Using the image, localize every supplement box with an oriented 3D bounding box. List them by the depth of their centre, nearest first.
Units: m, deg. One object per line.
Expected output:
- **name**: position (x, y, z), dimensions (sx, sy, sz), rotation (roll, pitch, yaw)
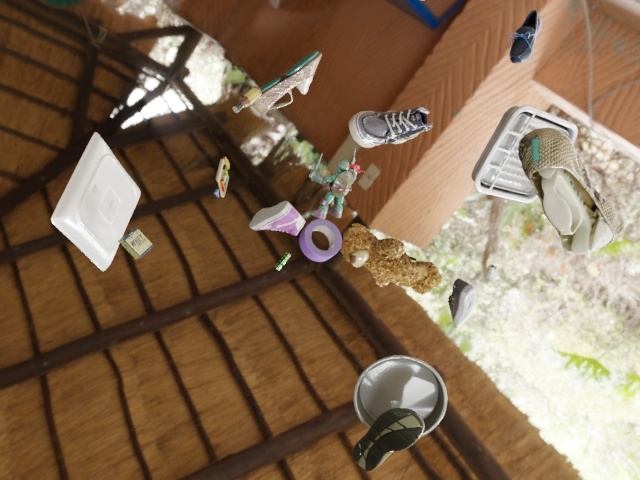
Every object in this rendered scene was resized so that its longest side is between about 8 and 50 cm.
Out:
- **supplement box**: position (-0.596, 0.010, 1.803), dimensions (0.083, 0.056, 0.083), rotation (50, 152, -16)

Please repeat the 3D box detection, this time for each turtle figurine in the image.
- **turtle figurine**: position (0.048, -0.186, 1.808), dimensions (0.175, 0.234, 0.118), rotation (4, -155, -26)

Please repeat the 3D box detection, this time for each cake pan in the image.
- **cake pan**: position (0.252, 0.494, 1.781), dimensions (0.293, 0.293, 0.054), rotation (36, -167, -3)

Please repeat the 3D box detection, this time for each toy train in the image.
- **toy train**: position (-0.144, 0.081, 2.161), dimensions (0.023, 0.083, 0.017), rotation (28, -164, -47)

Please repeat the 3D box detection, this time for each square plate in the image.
- **square plate**: position (-0.724, -0.121, 1.873), dimensions (0.049, 0.348, 0.344), rotation (7, 152, 12)

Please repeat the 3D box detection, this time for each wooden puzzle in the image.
- **wooden puzzle**: position (-0.234, -0.151, 1.350), dimensions (0.014, 0.117, 0.079), rotation (5, 158, 5)

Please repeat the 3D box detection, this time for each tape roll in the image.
- **tape roll**: position (0.000, 0.000, 2.640), dimensions (0.188, 0.080, 0.189), rotation (7, -110, -21)

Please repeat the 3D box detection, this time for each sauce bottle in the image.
- **sauce bottle**: position (-0.254, -0.484, 1.925), dimensions (0.042, 0.042, 0.128), rotation (38, -124, 5)

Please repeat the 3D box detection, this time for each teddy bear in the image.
- **teddy bear**: position (0.214, 0.077, 1.735), dimensions (0.337, 0.113, 0.245), rotation (33, 160, -19)

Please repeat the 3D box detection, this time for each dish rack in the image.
- **dish rack**: position (0.617, -0.267, 1.725), dimensions (0.332, 0.286, 0.072), rotation (8, -152, -35)

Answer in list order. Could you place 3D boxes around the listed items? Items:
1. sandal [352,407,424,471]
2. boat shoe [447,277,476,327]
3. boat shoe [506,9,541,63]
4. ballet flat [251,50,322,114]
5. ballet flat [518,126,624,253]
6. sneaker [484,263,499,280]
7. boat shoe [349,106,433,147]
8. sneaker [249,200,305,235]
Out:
- **sandal**: position (0.206, 0.599, 1.714), dimensions (0.086, 0.303, 0.120), rotation (-12, -120, -48)
- **boat shoe**: position (0.444, 0.198, 1.798), dimensions (0.076, 0.080, 0.229), rotation (43, 161, 31)
- **boat shoe**: position (0.793, -0.802, 2.195), dimensions (0.108, 0.258, 0.089), rotation (6, 146, 30)
- **ballet flat**: position (-0.112, -0.566, 2.044), dimensions (0.106, 0.315, 0.108), rotation (54, -168, -27)
- **ballet flat**: position (0.634, -0.076, 1.416), dimensions (0.482, 0.163, 0.182), rotation (41, -131, -34)
- **sneaker**: position (0.696, 0.126, 2.253), dimensions (0.053, 0.061, 0.152), rotation (12, -173, 21)
- **boat shoe**: position (0.243, -0.392, 1.859), dimensions (0.340, 0.158, 0.127), rotation (-18, -90, -52)
- **sneaker**: position (-0.181, -0.065, 2.391), dimensions (0.161, 0.282, 0.102), rotation (41, -121, -28)
